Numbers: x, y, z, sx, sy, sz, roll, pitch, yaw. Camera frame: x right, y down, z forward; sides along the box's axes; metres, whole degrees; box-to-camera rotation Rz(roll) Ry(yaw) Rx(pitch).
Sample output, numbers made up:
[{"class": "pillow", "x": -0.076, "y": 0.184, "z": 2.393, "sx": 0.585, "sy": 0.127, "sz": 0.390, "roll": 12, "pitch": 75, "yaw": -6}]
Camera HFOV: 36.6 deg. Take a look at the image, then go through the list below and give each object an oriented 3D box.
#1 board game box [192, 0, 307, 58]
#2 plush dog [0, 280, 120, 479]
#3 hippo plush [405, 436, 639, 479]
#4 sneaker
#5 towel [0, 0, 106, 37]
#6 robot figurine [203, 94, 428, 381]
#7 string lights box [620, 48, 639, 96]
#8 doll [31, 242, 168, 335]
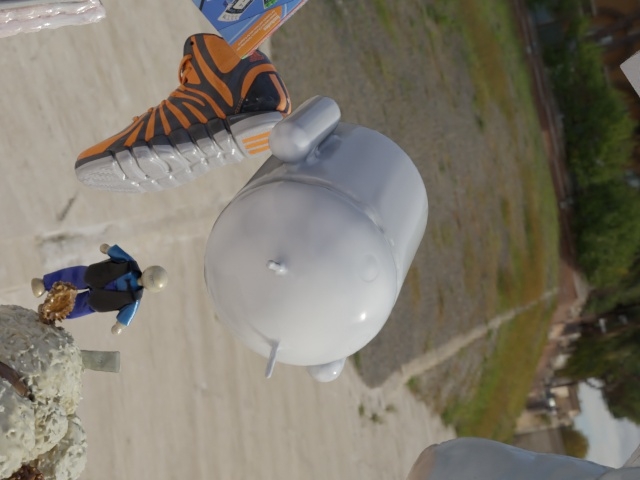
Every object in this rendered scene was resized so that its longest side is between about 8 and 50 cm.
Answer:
[{"class": "board game box", "x": -0.014, "y": -0.293, "z": 0.793, "sx": 0.145, "sy": 0.281, "sz": 0.027, "roll": 50, "pitch": 27, "yaw": -5}, {"class": "plush dog", "x": -0.331, "y": 0.162, "z": 0.964, "sx": 0.262, "sy": 0.210, "sz": 0.225, "roll": 39, "pitch": 22, "yaw": -12}, {"class": "hippo plush", "x": 0.166, "y": 0.249, "z": 0.582, "sx": 0.234, "sy": 0.294, "sz": 0.236, "roll": 14, "pitch": -45, "yaw": 52}, {"class": "sneaker", "x": -0.206, "y": -0.186, "z": 1.399, "sx": 0.124, "sy": 0.321, "sz": 0.180, "roll": 78, "pitch": -4, "yaw": -71}, {"class": "towel", "x": -0.394, "y": -0.265, "z": 0.852, "sx": 0.317, "sy": 0.332, "sz": 0.053, "roll": 53, "pitch": -32, "yaw": 38}, {"class": "robot figurine", "x": 0.000, "y": 0.000, "z": 1.036, "sx": 0.353, "sy": 0.200, "sz": 0.299, "roll": -57, "pitch": 141, "yaw": -60}, {"class": "string lights box", "x": 0.433, "y": -0.226, "z": 0.980, "sx": 0.260, "sy": 0.133, "sz": 0.076, "roll": -38, "pitch": 94, "yaw": -34}, {"class": "doll", "x": -0.299, "y": 0.070, "z": 1.338, "sx": 0.046, "sy": 0.189, "sz": 0.129, "roll": -15, "pitch": 92, "yaw": -81}]
